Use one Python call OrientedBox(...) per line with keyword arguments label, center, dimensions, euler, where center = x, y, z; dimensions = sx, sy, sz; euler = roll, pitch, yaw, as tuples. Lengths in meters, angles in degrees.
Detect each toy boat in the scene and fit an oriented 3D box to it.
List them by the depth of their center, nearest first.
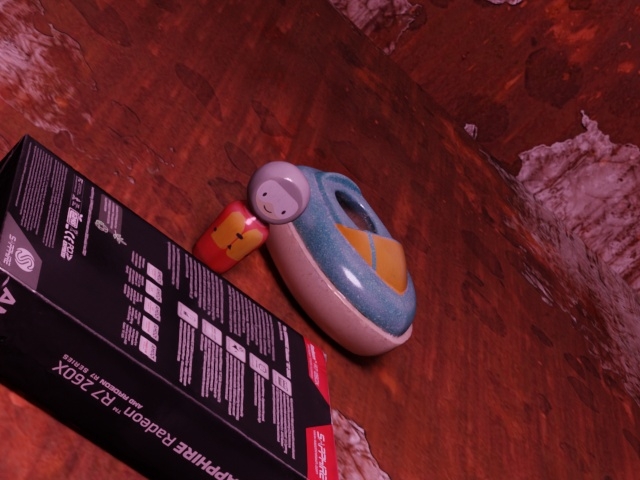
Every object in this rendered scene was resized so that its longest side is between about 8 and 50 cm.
OrientedBox(label="toy boat", center=(0.000, 0.000, 1.696), dimensions=(0.318, 0.148, 0.267), euler=(17, 35, -54))

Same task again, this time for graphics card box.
OrientedBox(label="graphics card box", center=(-0.149, 0.090, 1.311), dimensions=(0.371, 0.094, 0.233), euler=(38, 22, -24))
